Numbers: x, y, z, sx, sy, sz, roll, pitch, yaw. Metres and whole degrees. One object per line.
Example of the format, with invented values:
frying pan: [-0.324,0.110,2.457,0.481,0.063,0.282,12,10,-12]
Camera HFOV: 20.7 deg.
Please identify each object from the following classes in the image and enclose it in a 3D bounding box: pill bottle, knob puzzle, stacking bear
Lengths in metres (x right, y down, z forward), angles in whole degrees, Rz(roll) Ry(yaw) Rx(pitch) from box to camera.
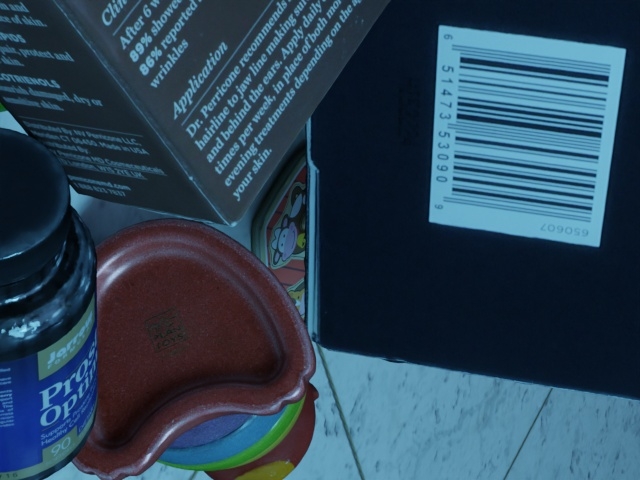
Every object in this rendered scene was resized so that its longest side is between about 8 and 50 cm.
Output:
pill bottle: [-0.189,0.040,1.003,0.123,0.123,0.219,-55,165,-35]
knob puzzle: [0.000,0.000,1.497,0.213,0.030,0.213,-35,133,-51]
stacking bear: [-0.076,0.104,1.276,0.289,0.175,0.164,59,8,-68]

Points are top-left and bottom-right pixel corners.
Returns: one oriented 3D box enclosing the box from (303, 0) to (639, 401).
box: [0.181,-0.222,1.283,0.472,0.297,0.480,-71,166,-47]

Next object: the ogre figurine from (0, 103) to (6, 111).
ogre figurine: [-0.153,-0.133,1.055,0.197,0.118,0.097,-34,131,-51]

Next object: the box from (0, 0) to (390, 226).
box: [-0.130,-0.200,0.867,0.191,0.143,0.381,-56,135,-23]
